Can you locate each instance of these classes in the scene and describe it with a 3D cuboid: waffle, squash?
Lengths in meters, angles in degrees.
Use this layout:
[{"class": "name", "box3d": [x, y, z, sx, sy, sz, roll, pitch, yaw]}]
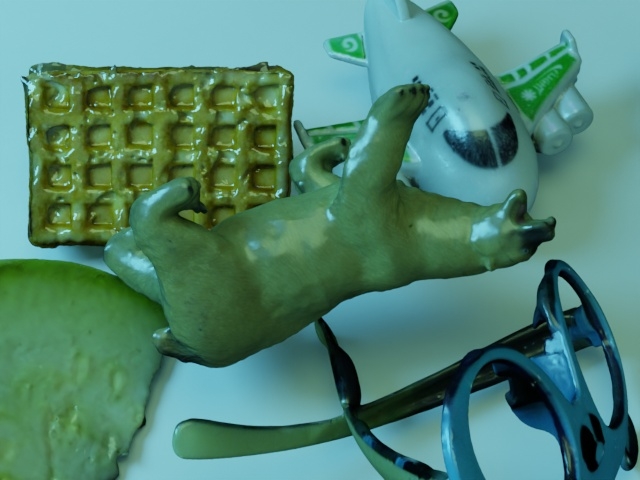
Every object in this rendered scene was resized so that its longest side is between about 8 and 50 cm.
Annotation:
[{"class": "waffle", "box3d": [-0.088, -0.047, 0.904, 0.148, 0.042, 0.102, 1, 96, 1]}, {"class": "squash", "box3d": [-0.224, 0.100, 0.846, 0.204, 0.155, 0.236, 36, 53, -20]}]

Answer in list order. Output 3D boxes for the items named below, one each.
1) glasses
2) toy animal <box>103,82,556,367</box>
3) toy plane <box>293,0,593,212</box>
[{"class": "glasses", "box3d": [0.046, 0.067, 0.785, 0.207, 0.102, 0.239, 13, 21, 16]}, {"class": "toy animal", "box3d": [0.000, 0.000, 0.827, 0.219, 0.103, 0.101, -23, 82, 0]}, {"class": "toy plane", "box3d": [0.068, -0.078, 0.933, 0.174, 0.080, 0.174, 1, 57, -1]}]
